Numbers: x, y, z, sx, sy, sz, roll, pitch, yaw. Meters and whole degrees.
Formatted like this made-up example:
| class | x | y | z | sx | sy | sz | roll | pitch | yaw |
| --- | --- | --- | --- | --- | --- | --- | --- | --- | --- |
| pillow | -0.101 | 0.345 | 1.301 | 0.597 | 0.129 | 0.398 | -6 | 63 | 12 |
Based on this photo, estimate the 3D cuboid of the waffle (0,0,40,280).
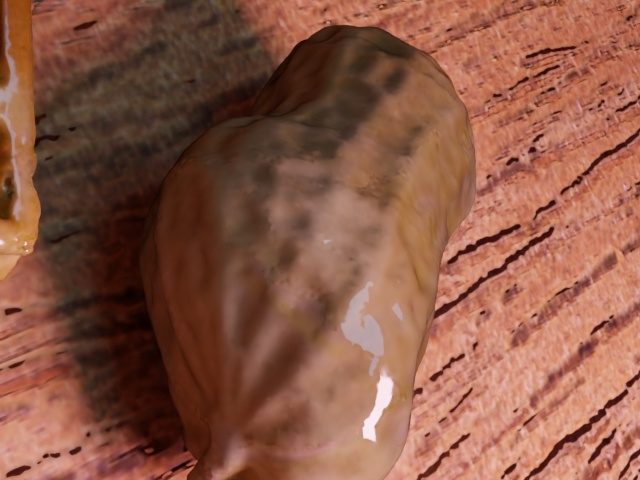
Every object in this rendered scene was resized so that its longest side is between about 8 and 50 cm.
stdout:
| class | x | y | z | sx | sy | sz | roll | pitch | yaw |
| --- | --- | --- | --- | --- | --- | --- | --- | --- | --- |
| waffle | -0.223 | -0.139 | 0.743 | 0.224 | 0.098 | 0.328 | 10 | 65 | -48 |

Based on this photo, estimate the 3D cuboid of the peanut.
| class | x | y | z | sx | sy | sz | roll | pitch | yaw |
| --- | --- | --- | --- | --- | --- | --- | --- | --- | --- |
| peanut | -0.005 | -0.004 | 0.921 | 0.159 | 0.143 | 0.291 | 58 | 33 | -32 |
